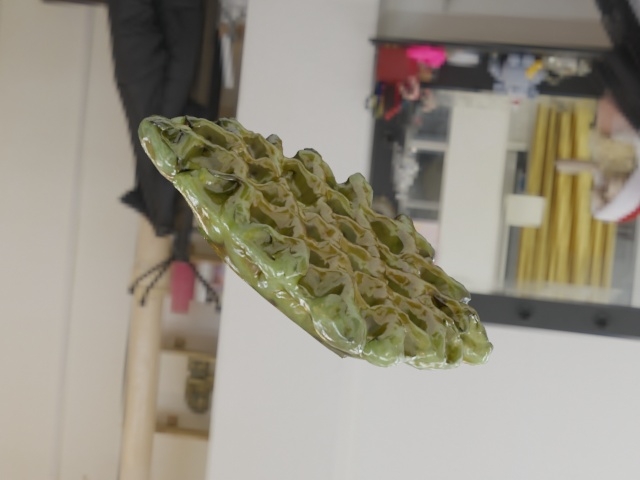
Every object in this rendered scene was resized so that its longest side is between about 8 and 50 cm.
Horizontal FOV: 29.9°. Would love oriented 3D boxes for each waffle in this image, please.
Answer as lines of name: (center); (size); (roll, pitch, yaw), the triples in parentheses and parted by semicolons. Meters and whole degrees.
waffle: (-0.001, 0.002, 0.716); (0.223, 0.054, 0.204); (45, -159, 24)
